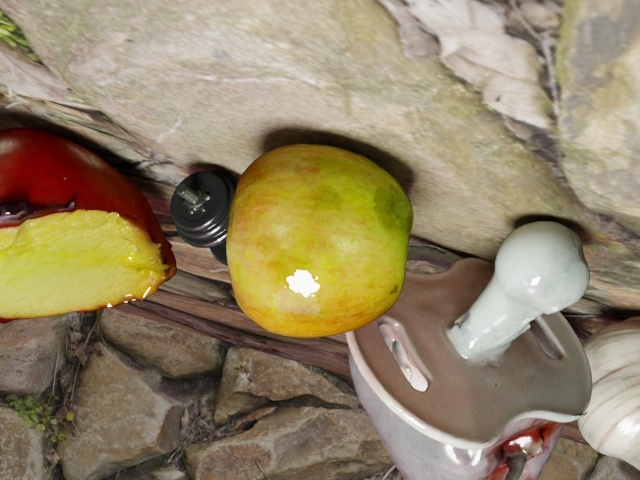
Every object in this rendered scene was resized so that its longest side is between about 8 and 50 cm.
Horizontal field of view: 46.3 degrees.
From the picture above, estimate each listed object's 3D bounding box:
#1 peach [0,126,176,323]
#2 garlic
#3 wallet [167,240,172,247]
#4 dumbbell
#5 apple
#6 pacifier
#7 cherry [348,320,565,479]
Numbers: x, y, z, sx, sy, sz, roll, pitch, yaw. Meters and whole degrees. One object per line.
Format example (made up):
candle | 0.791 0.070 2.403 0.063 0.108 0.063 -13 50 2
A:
peach | -0.352 -0.031 0.995 0.258 0.201 0.362 -40 149 26
garlic | 0.452 0.172 0.910 0.245 0.245 0.253 18 133 -7
wallet | -0.378 -0.048 1.253 0.165 0.042 0.309 11 164 16
dumbbell | -0.119 -0.026 0.934 0.099 0.099 0.208 9 165 26
apple | 0.000 0.000 0.731 0.196 0.196 0.196 16 165 4
pacifier | 0.181 0.099 0.828 0.332 0.220 0.273 -4 177 -35
cherry | 0.206 0.214 1.094 0.291 0.335 0.326 -16 152 -32
